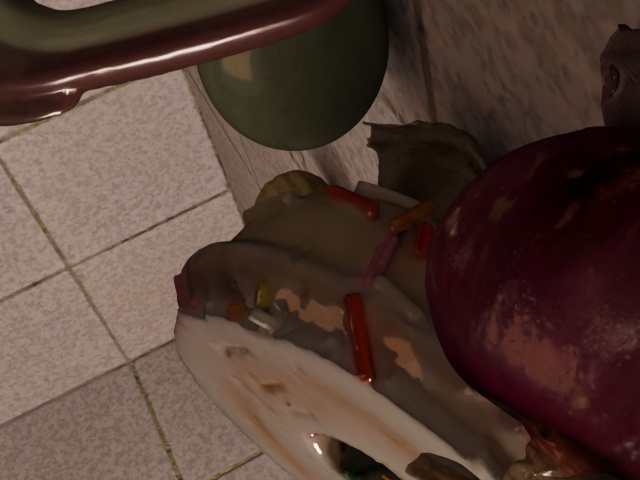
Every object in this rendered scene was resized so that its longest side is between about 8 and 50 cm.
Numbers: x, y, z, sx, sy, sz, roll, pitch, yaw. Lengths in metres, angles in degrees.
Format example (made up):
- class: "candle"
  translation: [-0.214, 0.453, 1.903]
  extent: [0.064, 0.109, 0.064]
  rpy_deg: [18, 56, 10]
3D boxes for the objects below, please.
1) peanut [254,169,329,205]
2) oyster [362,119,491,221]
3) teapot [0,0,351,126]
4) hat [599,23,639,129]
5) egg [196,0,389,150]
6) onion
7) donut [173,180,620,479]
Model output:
- class: "peanut"
  translation: [0.000, 0.000, 1.334]
  extent: [0.256, 0.124, 0.123]
  rpy_deg: [48, 163, 51]
- class: "oyster"
  translation: [0.090, -0.012, 0.791]
  extent: [0.161, 0.107, 0.233]
  rpy_deg: [63, 155, 8]
- class: "teapot"
  translation: [-0.084, -0.217, 0.391]
  extent: [0.315, 0.312, 0.233]
  rpy_deg: [64, 174, -7]
- class: "hat"
  translation: [0.142, -0.064, 0.440]
  extent: [0.087, 0.042, 0.058]
  rpy_deg: [12, -94, -68]
- class: "egg"
  translation: [-0.022, -0.153, 0.803]
  extent: [0.149, 0.149, 0.192]
  rpy_deg: [59, 163, 30]
- class: "onion"
  translation: [0.126, 0.036, 0.416]
  extent: [0.177, 0.177, 0.153]
  rpy_deg: [114, 162, -80]
- class: "donut"
  translation: [0.070, 0.109, 0.711]
  extent: [0.383, 0.142, 0.382]
  rpy_deg: [32, 157, 16]
